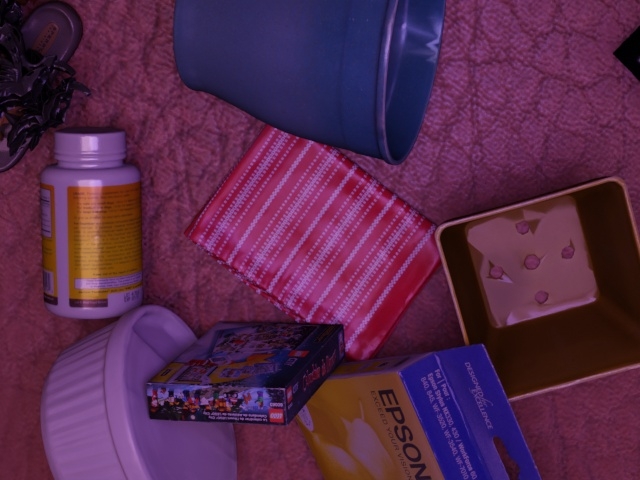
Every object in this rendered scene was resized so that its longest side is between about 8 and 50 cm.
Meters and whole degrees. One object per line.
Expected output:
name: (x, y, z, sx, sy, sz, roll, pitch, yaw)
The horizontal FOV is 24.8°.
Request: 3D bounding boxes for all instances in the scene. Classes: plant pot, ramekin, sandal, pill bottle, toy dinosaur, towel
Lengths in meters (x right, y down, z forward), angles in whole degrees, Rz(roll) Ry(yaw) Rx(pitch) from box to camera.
plant pot: (-0.015, -0.238, 1.597, 0.255, 0.272, 0.271, 11, 100, 14)
ramekin: (-0.212, 0.218, 1.675, 0.127, 0.273, 0.272, -18, 99, 19)
sandal: (-0.352, -0.181, 1.705, 0.090, 0.060, 0.219, 34, 99, -4)
pill bottle: (-0.268, -0.022, 1.701, 0.117, 0.117, 0.214, 1, 100, 1)
plant pot: (0.252, 0.042, 1.663, 0.212, 0.187, 0.212, -16, 99, 3)
toy dinosaur: (-0.372, -0.227, 1.607, 0.322, 0.164, 0.218, -37, 77, 21)
towel: (0.000, 0.000, 1.742, 0.275, 0.031, 0.199, 37, 98, -4)

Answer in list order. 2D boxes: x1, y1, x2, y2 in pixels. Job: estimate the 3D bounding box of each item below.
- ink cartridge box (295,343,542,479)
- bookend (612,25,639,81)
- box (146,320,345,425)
ink cartridge box: (0.121, 0.277, 1.670, 0.072, 0.307, 0.303, -29, 99, -35)
bookend: (0.420, -0.179, 1.636, 0.156, 0.157, 0.072, 44, 98, -5)
box: (-0.079, 0.147, 1.649, 0.159, 0.233, 0.044, 1, 104, 17)
